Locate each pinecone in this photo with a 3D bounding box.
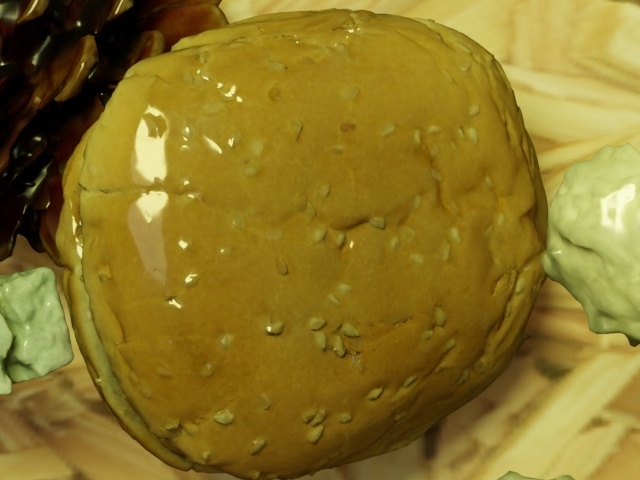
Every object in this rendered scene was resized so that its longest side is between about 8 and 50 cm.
[{"bbox_3d":[-0.202,-0.126,0.939,0.264,0.264,0.264,-3,81,18],"label":"pinecone"}]

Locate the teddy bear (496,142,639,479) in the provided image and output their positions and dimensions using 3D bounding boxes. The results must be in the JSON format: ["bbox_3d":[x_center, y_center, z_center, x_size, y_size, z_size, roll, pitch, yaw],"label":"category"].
[{"bbox_3d":[0.146,0.218,0.719,0.362,0.375,0.327,-44,34,4],"label":"teddy bear"}]

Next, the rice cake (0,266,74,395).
[{"bbox_3d":[-0.258,0.064,0.939,0.336,0.063,0.066,-10,95,53],"label":"rice cake"}]

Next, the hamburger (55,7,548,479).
[{"bbox_3d":[-0.001,-0.001,0.842,0.283,0.144,0.259,-22,96,-30],"label":"hamburger"}]
